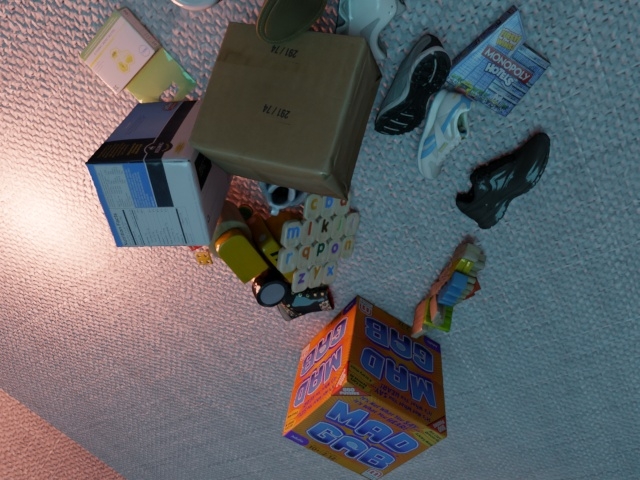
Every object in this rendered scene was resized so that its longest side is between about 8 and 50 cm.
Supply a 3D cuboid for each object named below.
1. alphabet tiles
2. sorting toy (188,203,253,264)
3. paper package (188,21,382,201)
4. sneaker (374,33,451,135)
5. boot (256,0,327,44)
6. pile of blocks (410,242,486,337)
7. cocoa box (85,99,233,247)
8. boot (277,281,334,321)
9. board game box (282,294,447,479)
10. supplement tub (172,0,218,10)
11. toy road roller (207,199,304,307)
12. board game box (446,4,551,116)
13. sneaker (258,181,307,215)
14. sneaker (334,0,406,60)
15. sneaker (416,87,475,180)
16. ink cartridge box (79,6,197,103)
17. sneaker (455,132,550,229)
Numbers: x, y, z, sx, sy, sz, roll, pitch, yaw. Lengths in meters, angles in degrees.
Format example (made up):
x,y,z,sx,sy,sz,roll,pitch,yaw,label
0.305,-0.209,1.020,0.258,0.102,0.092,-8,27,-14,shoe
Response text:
x,y,z,sx,sy,sz,roll,pitch,yaw,label
0.000,0.000,1.293,0.021,0.284,0.278,27,116,39,alphabet tiles
-0.289,-0.012,1.463,0.274,0.046,0.132,-25,117,24,sorting toy
-0.066,-0.275,1.010,0.324,0.310,0.168,14,172,20,paper package
0.209,-0.351,1.111,0.100,0.108,0.272,10,145,-20,sneaker
-0.055,-0.546,0.927,0.108,0.220,0.284,10,130,-37,boot
0.397,0.173,1.412,0.112,0.149,0.362,20,126,-5,pile of blocks
-0.365,-0.173,1.162,0.227,0.347,0.232,-2,127,3,cocoa box
-0.068,0.158,1.525,0.178,0.085,0.237,-12,129,15,boot
0.146,0.478,1.547,0.356,0.357,0.357,32,125,-12,board game box
-0.234,-0.559,0.965,0.144,0.200,0.145,5,126,7,supplement tub
-0.153,-0.003,1.320,0.240,0.202,0.330,-37,130,-1,toy road roller
0.404,-0.398,1.055,0.194,0.060,0.194,28,126,-10,board game box
-0.040,-0.227,1.163,0.137,0.210,0.366,25,126,-8,sneaker
0.111,-0.532,0.981,0.146,0.123,0.331,8,136,4,sneaker
0.300,-0.242,1.153,0.092,0.087,0.229,30,133,28,sneaker
-0.453,-0.426,1.192,0.171,0.056,0.235,-32,113,28,ink cartridge box
0.452,-0.156,1.197,0.130,0.109,0.286,30,123,-4,sneaker
